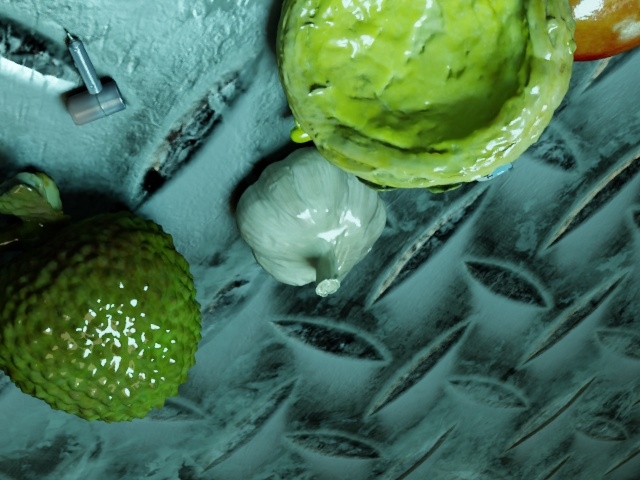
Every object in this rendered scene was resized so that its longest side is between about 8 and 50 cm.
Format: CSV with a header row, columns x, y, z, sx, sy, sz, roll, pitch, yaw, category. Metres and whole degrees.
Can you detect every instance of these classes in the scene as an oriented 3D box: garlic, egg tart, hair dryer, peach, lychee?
x,y,z,sx,sy,sz,roll,pitch,yaw,category
0.000,0.000,1.209,0.218,0.212,0.219,-10,135,-10,garlic
0.124,-0.220,1.022,0.345,0.345,0.132,-42,169,16,egg tart
-0.275,-0.191,1.010,0.063,0.037,0.114,-21,131,-5,hair dryer
0.331,-0.338,1.049,0.243,0.199,0.244,-8,119,-14,peach
-0.294,0.082,1.107,0.320,0.270,0.270,37,115,-2,lychee

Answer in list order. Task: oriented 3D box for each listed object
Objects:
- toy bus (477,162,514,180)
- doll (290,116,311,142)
x,y,z,sx,sy,sz,roll,pitch,yaw,category
0.234,-0.142,1.299,0.074,0.060,0.123,-30,137,10,toy bus
0.076,-0.161,1.171,0.240,0.099,0.135,-3,155,-23,doll
